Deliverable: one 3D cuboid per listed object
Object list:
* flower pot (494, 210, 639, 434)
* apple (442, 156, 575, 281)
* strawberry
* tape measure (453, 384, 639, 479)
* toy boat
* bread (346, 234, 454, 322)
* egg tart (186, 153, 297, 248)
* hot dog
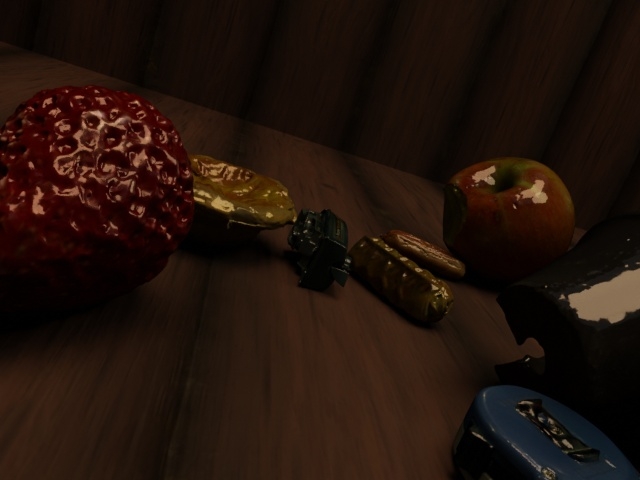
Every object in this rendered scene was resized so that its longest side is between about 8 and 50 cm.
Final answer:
[{"bbox_3d":[0.435,0.156,0.900,0.251,0.379,0.379,-7,26,-20],"label":"flower pot"},{"bbox_3d":[0.487,-0.048,1.540,0.340,0.339,0.339,18,17,-6],"label":"apple"},{"bbox_3d":[-0.299,-0.033,0.749,0.292,0.292,0.310,9,46,-32],"label":"strawberry"},{"bbox_3d":[0.330,0.279,0.752,0.351,0.098,0.215,9,20,-37],"label":"tape measure"},{"bbox_3d":[-0.003,-0.001,1.215,0.122,0.114,0.296,26,16,-9],"label":"toy boat"},{"bbox_3d":[0.161,0.079,1.194,0.098,0.087,0.269,6,21,-39],"label":"bread"},{"bbox_3d":[-0.220,-0.077,1.184,0.341,0.132,0.341,16,17,-5],"label":"egg tart"},{"bbox_3d":[0.258,0.034,1.486,0.236,0.062,0.092,26,18,11],"label":"hot dog"}]
